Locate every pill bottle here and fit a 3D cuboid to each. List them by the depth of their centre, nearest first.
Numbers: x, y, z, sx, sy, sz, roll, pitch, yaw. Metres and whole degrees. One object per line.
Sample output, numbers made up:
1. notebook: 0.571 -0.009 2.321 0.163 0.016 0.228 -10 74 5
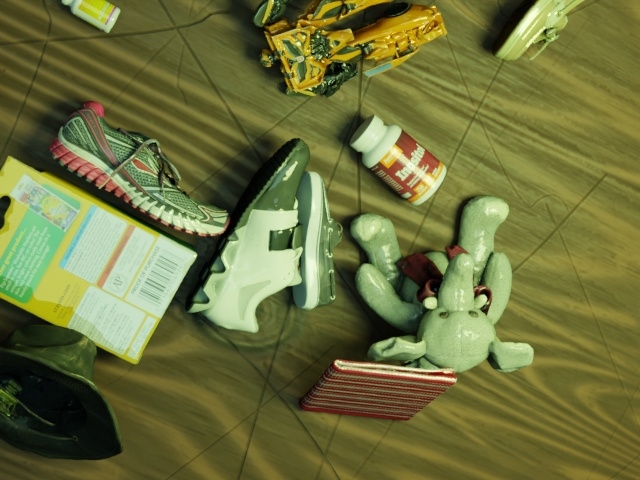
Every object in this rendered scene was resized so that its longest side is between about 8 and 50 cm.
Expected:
1. pill bottle: -0.354 -0.358 1.620 0.083 0.043 0.043 29 92 -13
2. pill bottle: 0.124 -0.134 1.717 0.152 0.086 0.086 38 90 -13

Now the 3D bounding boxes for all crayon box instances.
1. crayon box: -0.384 0.028 1.647 0.323 0.083 0.203 29 92 -13

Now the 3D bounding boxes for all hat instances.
1. hat: -0.417 0.210 1.609 0.331 0.331 0.134 37 51 -13

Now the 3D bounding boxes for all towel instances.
1. towel: 0.084 0.239 1.678 0.199 0.275 0.031 7 67 -10

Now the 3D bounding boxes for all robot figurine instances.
1. robot figurine: 0.039 -0.333 1.641 0.291 0.085 0.211 -23 124 4

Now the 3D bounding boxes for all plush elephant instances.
1. plush elephant: 0.200 0.103 1.675 0.272 0.255 0.330 -1 98 -10

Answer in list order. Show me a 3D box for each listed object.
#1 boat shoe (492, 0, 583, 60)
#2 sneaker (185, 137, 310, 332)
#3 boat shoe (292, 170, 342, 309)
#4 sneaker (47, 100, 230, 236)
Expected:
1. boat shoe: 0.399 -0.390 1.725 0.089 0.104 0.285 44 87 -10
2. sneaker: -0.078 -0.003 1.686 0.146 0.122 0.330 27 102 -13
3. boat shoe: 0.000 0.000 1.721 0.076 0.080 0.228 -3 95 -28
4. sneaker: -0.268 -0.102 1.632 0.299 0.121 0.112 32 89 -12
